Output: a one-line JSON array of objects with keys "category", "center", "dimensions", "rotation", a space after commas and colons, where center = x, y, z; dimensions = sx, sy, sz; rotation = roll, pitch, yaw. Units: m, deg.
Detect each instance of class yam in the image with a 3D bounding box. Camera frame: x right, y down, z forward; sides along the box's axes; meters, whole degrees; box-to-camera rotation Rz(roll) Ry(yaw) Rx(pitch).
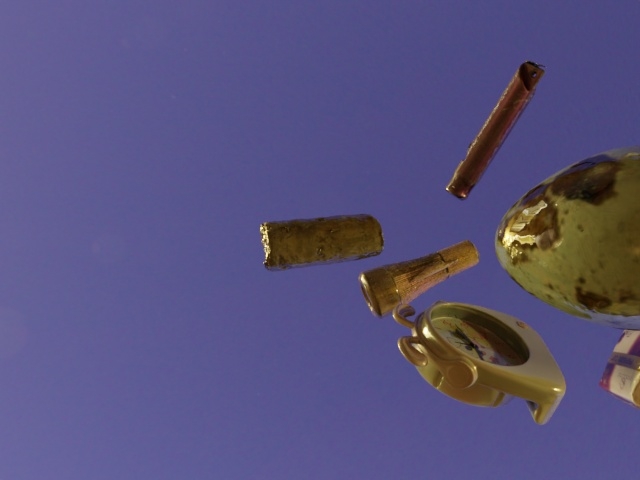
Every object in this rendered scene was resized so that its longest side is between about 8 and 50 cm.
[{"category": "yam", "center": [0.000, 0.000, 0.912], "dimensions": [0.179, 0.078, 0.078], "rotation": [-8, -96, -10]}]

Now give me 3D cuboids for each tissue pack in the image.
[{"category": "tissue pack", "center": [0.443, 0.174, 0.791], "dimensions": [0.099, 0.149, 0.106], "rotation": [25, -93, 12]}]

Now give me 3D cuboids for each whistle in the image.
[{"category": "whistle", "center": [0.202, -0.126, 0.707], "dimensions": [0.033, 0.033, 0.176], "rotation": [38, -72, 24]}]

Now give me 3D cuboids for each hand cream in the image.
[{"category": "hand cream", "center": [0.168, 0.056, 0.996], "dimensions": [0.203, 0.084, 0.084], "rotation": [-21, -103, -5]}]

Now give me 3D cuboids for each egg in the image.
[{"category": "egg", "center": [0.277, -0.001, 0.566], "dimensions": [0.231, 0.169, 0.169], "rotation": [-5, -94, 38]}]

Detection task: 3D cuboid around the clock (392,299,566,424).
[{"category": "clock", "center": [0.175, 0.131, 0.709], "dimensions": [0.191, 0.151, 0.062], "rotation": [15, -66, -6]}]
